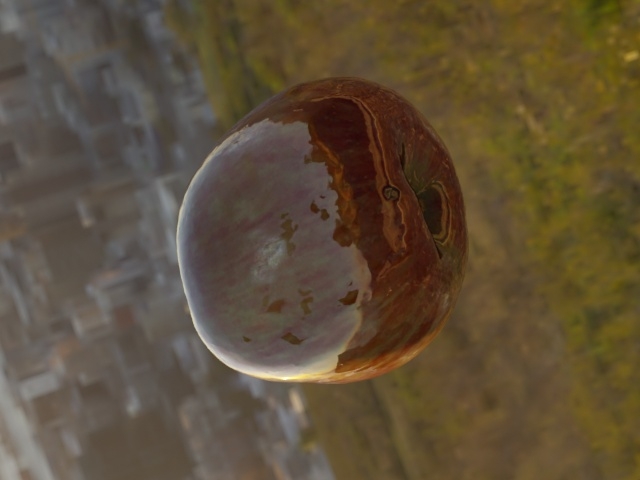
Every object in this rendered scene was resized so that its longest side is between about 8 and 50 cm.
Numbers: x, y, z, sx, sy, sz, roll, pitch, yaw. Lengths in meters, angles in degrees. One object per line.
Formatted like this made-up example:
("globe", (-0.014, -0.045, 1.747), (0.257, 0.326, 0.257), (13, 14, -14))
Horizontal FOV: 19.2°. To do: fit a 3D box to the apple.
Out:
("apple", (0.000, 0.000, 0.917), (0.146, 0.131, 0.146), (42, -143, -43))
